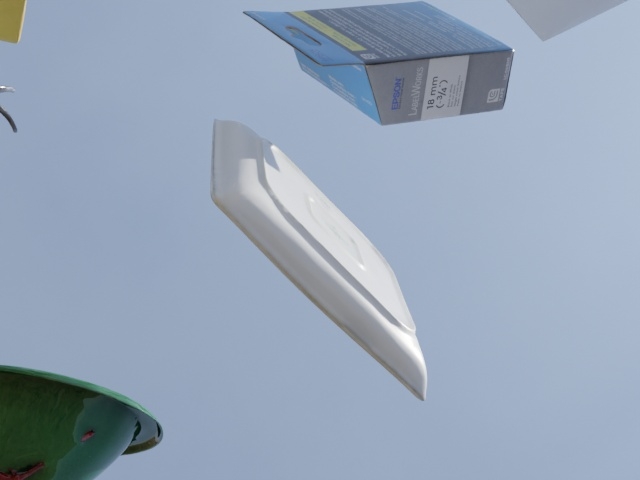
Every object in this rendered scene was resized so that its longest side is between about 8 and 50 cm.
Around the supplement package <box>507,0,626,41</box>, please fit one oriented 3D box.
[{"bbox_3d":[0.322,-0.415,1.395,0.204,0.262,0.145,-24,-117,24],"label":"supplement package"}]

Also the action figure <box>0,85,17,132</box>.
[{"bbox_3d":[-0.417,-0.157,1.022,0.141,0.276,0.164,-17,-107,54],"label":"action figure"}]

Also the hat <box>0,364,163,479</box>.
[{"bbox_3d":[-0.235,0.204,0.769,0.173,0.209,0.183,115,-14,-58],"label":"hat"}]

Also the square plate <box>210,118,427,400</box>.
[{"bbox_3d":[0.000,0.000,1.297,0.049,0.344,0.347,-41,-71,11],"label":"square plate"}]

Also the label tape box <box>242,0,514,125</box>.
[{"bbox_3d":[0.079,-0.266,1.567,0.240,0.334,0.105,43,-45,47],"label":"label tape box"}]

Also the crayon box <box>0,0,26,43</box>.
[{"bbox_3d":[-0.547,-0.409,1.338,0.313,0.363,0.106,134,-38,-60],"label":"crayon box"}]
